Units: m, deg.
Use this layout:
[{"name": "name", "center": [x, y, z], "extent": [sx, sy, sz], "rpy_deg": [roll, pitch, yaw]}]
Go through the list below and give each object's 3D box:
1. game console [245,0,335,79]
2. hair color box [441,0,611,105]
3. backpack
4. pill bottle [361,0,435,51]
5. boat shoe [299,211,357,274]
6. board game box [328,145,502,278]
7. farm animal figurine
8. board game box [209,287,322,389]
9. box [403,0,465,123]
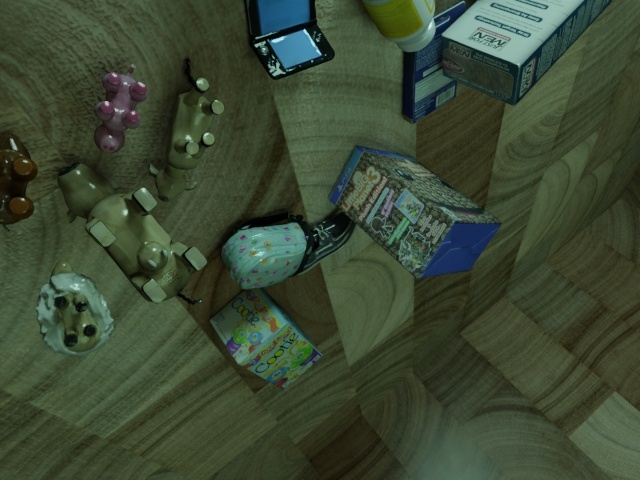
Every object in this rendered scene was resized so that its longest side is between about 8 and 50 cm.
[{"name": "game console", "center": [-0.042, -0.319, 0.734], "extent": [0.122, 0.107, 0.071], "rpy_deg": [-28, 173, -23]}, {"name": "hair color box", "center": [0.415, -0.440, 0.965], "extent": [0.347, 0.173, 0.105], "rpy_deg": [-45, 149, -14]}, {"name": "backpack", "center": [-0.110, 0.027, 1.005], "extent": [0.181, 0.115, 0.152], "rpy_deg": [-6, 134, -41]}, {"name": "pill bottle", "center": [0.128, -0.396, 0.800], "extent": [0.103, 0.103, 0.184], "rpy_deg": [-49, 147, 7]}, {"name": "boat shoe", "center": [0.000, 0.000, 1.134], "extent": [0.206, 0.075, 0.065], "rpy_deg": [-40, 151, 2]}, {"name": "board game box", "center": [0.208, -0.067, 1.085], "extent": [0.231, 0.291, 0.141], "rpy_deg": [-2, 128, -48]}, {"name": "farm animal figurine", "center": [-0.267, -0.052, 0.679], "extent": [0.330, 0.172, 0.327], "rpy_deg": [-26, 102, -27]}, {"name": "board game box", "center": [-0.125, 0.244, 1.204], "extent": [0.142, 0.144, 0.275], "rpy_deg": [-40, 147, -5]}, {"name": "box", "center": [0.232, -0.367, 1.010], "extent": [0.136, 0.036, 0.225], "rpy_deg": [-34, 146, -17]}]
